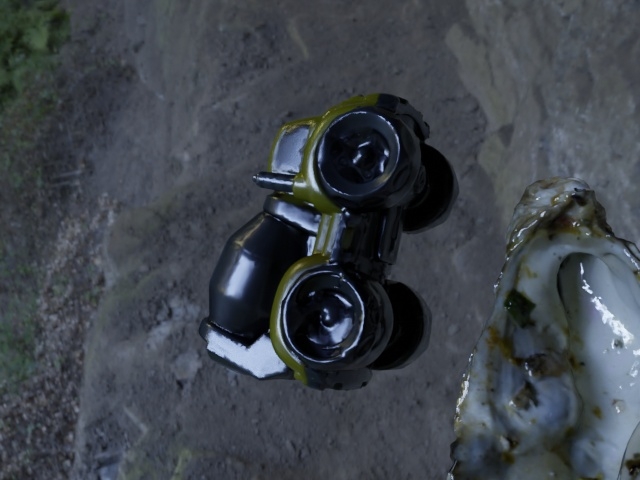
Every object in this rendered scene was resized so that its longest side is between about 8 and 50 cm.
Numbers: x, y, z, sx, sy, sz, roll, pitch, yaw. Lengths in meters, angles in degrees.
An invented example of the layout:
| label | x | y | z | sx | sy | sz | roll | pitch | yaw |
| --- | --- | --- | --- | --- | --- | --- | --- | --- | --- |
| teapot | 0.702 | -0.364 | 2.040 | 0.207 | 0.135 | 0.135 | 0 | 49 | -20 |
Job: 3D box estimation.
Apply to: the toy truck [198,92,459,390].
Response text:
| label | x | y | z | sx | sy | sz | roll | pitch | yaw |
| --- | --- | --- | --- | --- | --- | --- | --- | --- | --- |
| toy truck | 0.000 | 0.000 | 0.642 | 0.165 | 0.147 | 0.224 | 11 | 88 | 25 |

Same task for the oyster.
| label | x | y | z | sx | sy | sz | roll | pitch | yaw |
| --- | --- | --- | --- | --- | --- | --- | --- | --- | --- |
| oyster | 0.159 | 0.104 | 0.590 | 0.166 | 0.094 | 0.294 | 28 | 73 | 15 |
